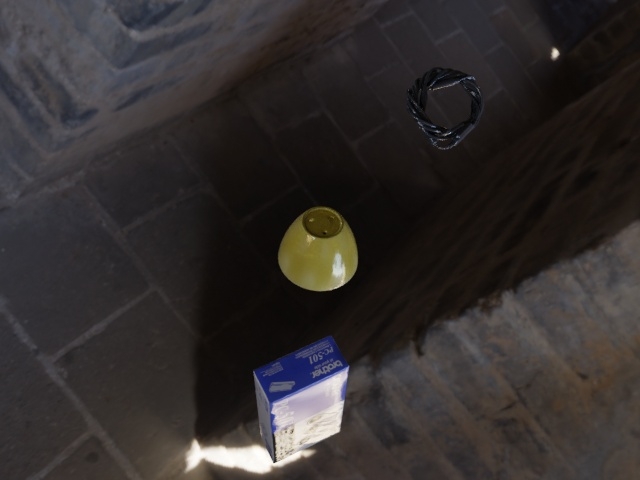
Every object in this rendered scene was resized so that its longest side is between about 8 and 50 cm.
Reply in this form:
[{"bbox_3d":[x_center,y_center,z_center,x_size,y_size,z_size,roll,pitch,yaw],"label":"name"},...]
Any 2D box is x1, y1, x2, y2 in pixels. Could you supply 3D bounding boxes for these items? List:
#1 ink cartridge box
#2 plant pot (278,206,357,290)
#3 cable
[{"bbox_3d":[-0.023,0.194,0.852,0.097,0.207,0.046,-22,59,-16],"label":"ink cartridge box"},{"bbox_3d":[0.000,0.000,1.172,0.134,0.095,0.134,3,51,-4],"label":"plant pot"},{"bbox_3d":[0.248,-0.272,1.428,0.150,0.047,0.184,45,64,0],"label":"cable"}]
